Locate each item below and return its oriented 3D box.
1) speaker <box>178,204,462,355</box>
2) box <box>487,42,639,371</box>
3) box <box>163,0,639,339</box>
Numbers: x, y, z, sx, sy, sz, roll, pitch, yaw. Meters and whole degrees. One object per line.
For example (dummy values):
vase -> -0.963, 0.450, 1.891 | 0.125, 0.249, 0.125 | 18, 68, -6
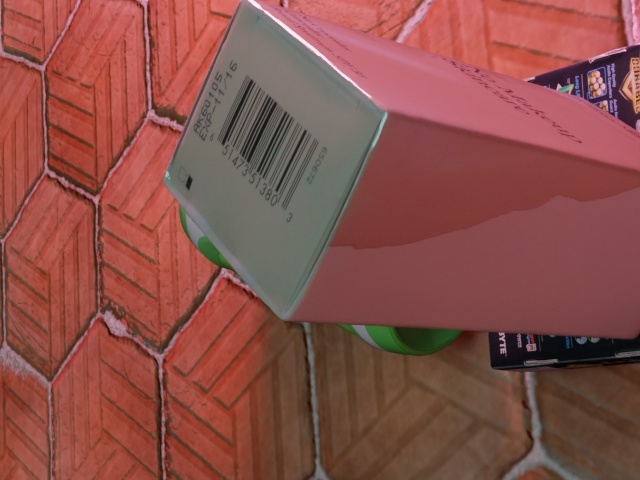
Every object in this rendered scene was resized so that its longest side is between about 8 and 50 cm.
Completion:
speaker -> 0.000, 0.000, 0.962 | 0.296, 0.131, 0.131 | 23, 103, 47
box -> 0.197, -0.020, 0.801 | 0.175, 0.051, 0.220 | -14, 75, 46
box -> 0.083, -0.031, 0.656 | 0.148, 0.311, 0.121 | 44, 117, 40
